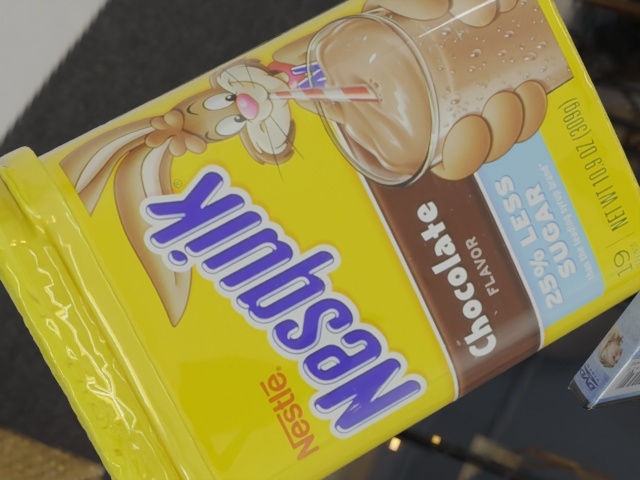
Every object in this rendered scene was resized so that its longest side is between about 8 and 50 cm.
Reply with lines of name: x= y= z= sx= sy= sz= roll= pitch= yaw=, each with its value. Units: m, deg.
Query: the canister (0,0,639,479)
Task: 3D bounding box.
canister: x=0.000 y=0.000 z=0.429 sx=0.170 sy=0.073 sz=0.126 roll=-29 pitch=100 yaw=-12

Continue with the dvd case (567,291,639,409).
dvd case: x=0.256 y=-0.008 z=0.775 sx=0.180 sy=0.022 sz=0.253 roll=-6 pitch=139 yaw=-36
